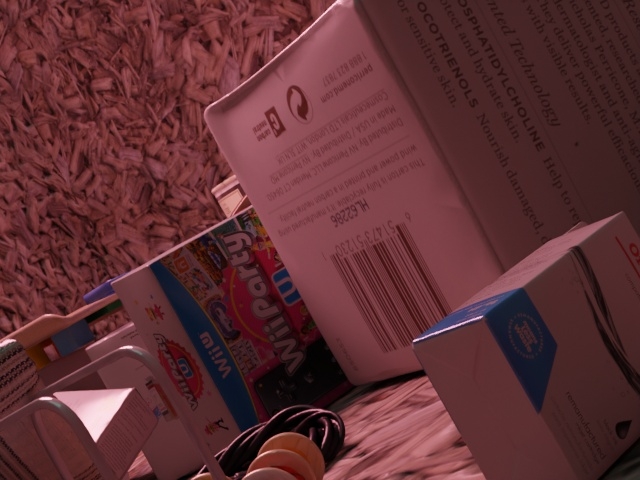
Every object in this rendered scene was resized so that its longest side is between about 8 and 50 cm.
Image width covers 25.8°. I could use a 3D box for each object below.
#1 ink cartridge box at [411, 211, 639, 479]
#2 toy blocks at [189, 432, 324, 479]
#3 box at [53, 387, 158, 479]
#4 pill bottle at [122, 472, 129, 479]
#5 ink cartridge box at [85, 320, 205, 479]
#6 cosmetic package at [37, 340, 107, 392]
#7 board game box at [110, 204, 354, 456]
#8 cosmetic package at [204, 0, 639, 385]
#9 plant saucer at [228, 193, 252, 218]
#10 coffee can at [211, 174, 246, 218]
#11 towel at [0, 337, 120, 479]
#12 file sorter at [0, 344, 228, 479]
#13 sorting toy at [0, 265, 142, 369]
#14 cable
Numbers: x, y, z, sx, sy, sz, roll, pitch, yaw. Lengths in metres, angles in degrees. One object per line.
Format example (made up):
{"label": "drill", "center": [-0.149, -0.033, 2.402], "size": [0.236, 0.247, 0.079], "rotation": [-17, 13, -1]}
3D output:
{"label": "ink cartridge box", "center": [0.144, 0.055, 0.765], "size": [0.180, 0.104, 0.060], "rotation": [-32, 2, -42]}
{"label": "toy blocks", "center": [-0.061, 0.194, 0.985], "size": [0.123, 0.054, 0.148], "rotation": [-29, 2, 9]}
{"label": "box", "center": [-0.341, 0.250, 1.386], "size": [0.322, 0.058, 0.232], "rotation": [-6, 37, 36]}
{"label": "pill bottle", "center": [-0.291, 0.276, 1.493], "size": [0.187, 0.112, 0.112], "rotation": [-28, 2, 39]}
{"label": "ink cartridge box", "center": [-0.162, 0.164, 1.558], "size": [0.127, 0.176, 0.128], "rotation": [-28, 2, -5]}
{"label": "cosmetic package", "center": [-0.417, 0.290, 1.755], "size": [0.284, 0.097, 0.377], "rotation": [-22, -18, -37]}
{"label": "board game box", "center": [-0.037, 0.068, 1.486], "size": [0.303, 0.224, 0.097], "rotation": [-31, 5, -35]}
{"label": "cosmetic package", "center": [0.171, -0.106, 1.358], "size": [0.394, 0.327, 0.329], "rotation": [-30, 1, -32]}
{"label": "plant saucer", "center": [-0.013, 0.027, 1.655], "size": [0.278, 0.277, 0.041], "rotation": [-30, 31, -23]}
{"label": "coffee can", "center": [0.000, 0.000, 1.966], "size": [0.202, 0.275, 0.201], "rotation": [-29, 2, 1]}
{"label": "towel", "center": [-0.301, 0.246, 1.057], "size": [0.312, 0.056, 0.324], "rotation": [-36, -30, -14]}
{"label": "file sorter", "center": [-0.201, 0.212, 0.839], "size": [0.278, 0.173, 0.193], "rotation": [-32, 2, -41]}
{"label": "sorting toy", "center": [-0.293, 0.108, 1.613], "size": [0.348, 0.047, 0.196], "rotation": [-28, -2, 34]}
{"label": "cable", "center": [-0.063, 0.193, 1.167], "size": [0.184, 0.047, 0.150], "rotation": [-29, 2, 16]}
